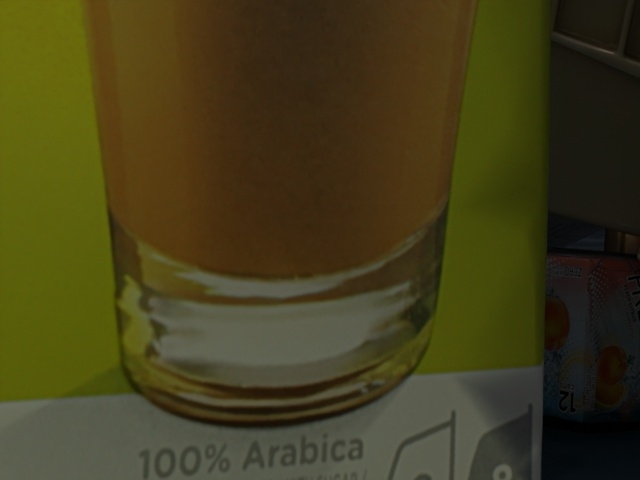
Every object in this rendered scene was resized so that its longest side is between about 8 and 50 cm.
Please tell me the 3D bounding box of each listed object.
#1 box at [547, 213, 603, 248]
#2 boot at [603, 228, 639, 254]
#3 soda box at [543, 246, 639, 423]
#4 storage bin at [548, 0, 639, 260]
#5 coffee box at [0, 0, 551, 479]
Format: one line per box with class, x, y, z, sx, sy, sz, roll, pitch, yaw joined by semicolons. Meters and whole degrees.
box;-0.044;-0.006;0.883;0.322;0.058;0.232;2;-18;-32
boot;0.313;0.008;1.312;0.220;0.109;0.283;7;-4;16
soda box;0.069;0.032;0.759;0.058;0.063;0.183;1;2;-32
storage bin;0.121;-0.162;0.761;0.123;0.260;0.262;14;20;11
coffee box;-0.175;-0.099;0.475;0.337;0.334;0.338;0;3;-36
